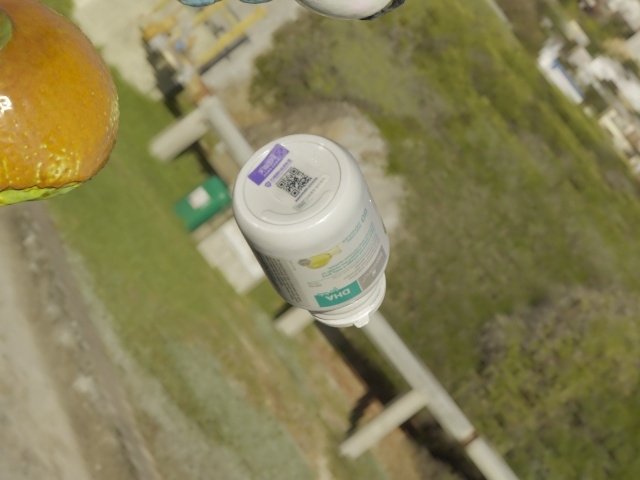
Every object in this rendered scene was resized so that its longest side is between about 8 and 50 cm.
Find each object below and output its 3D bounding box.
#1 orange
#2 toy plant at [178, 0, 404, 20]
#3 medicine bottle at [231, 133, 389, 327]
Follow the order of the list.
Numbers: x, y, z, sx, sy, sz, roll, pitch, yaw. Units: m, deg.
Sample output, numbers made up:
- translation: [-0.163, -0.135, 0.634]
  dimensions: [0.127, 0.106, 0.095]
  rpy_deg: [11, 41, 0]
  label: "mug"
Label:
- translation: [-0.400, -0.187, 1.702]
  dimensions: [0.334, 0.196, 0.262]
  rpy_deg: [16, 37, 15]
  label: "orange"
- translation: [-0.069, -0.367, 1.652]
  dimensions: [0.332, 0.247, 0.247]
  rpy_deg: [-6, 49, -40]
  label: "toy plant"
- translation: [0.000, 0.000, 1.504]
  dimensions: [0.135, 0.135, 0.215]
  rpy_deg: [55, -5, 36]
  label: "medicine bottle"
